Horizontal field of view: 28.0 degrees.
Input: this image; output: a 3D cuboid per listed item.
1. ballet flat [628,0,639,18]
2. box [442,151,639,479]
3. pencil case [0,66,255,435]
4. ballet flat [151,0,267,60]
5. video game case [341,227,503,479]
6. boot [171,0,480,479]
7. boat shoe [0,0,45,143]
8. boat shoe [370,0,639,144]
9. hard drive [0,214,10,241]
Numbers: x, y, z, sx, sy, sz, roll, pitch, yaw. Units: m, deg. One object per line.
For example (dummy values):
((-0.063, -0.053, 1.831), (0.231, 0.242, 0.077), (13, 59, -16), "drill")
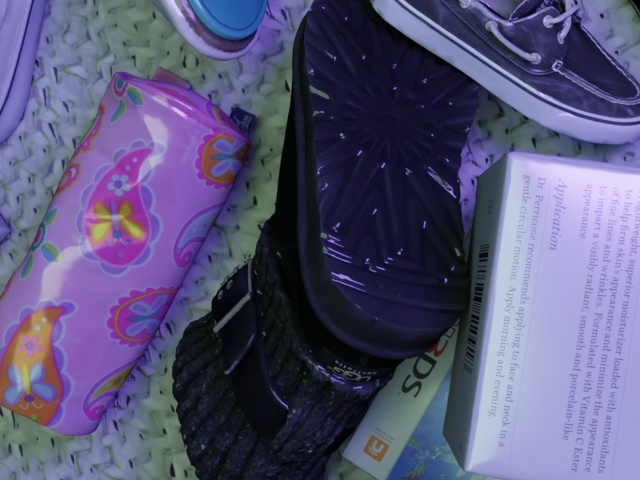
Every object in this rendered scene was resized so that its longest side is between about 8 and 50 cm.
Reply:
((0.234, -0.147, 0.889), (0.049, 0.057, 0.173), (-25, 82, 1), "ballet flat")
((0.148, 0.048, 0.772), (0.119, 0.182, 0.181), (9, 88, 2), "box")
((-0.162, 0.007, 0.985), (0.124, 0.124, 0.284), (29, 96, 17), "pencil case")
((-0.134, -0.312, 0.994), (0.139, 0.139, 0.400), (-14, 79, 17), "ballet flat")
((0.188, 0.118, 0.894), (0.269, 0.061, 0.244), (31, 98, 16), "video game case")
((-0.004, -0.001, 0.921), (0.131, 0.348, 0.260), (19, 138, -12), "boot")
((-0.295, -0.258, 1.013), (0.135, 0.156, 0.367), (13, 92, 18), "boat shoe")
((0.140, -0.141, 0.880), (0.219, 0.078, 0.070), (28, 135, -3), "boat shoe")
((-0.457, 0.031, 1.112), (0.353, 0.047, 0.233), (-46, 76, 12), "hard drive")
